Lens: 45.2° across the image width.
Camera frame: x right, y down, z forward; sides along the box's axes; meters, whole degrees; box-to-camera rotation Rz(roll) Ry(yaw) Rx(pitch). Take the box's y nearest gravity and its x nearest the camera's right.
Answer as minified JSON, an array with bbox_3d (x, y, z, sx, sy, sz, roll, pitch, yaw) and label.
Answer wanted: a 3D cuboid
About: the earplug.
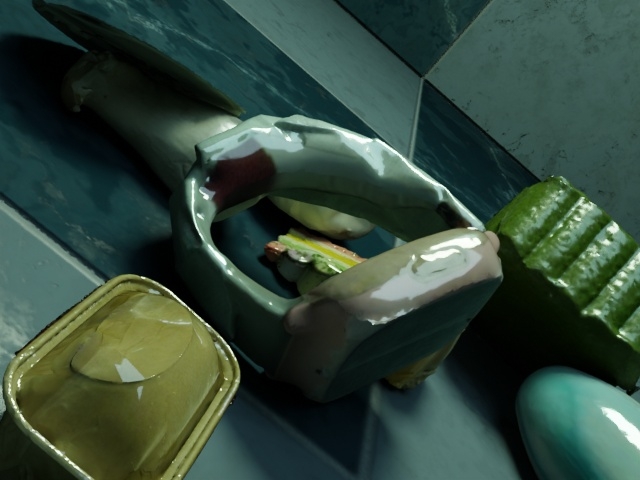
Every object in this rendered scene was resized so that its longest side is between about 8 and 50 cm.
[{"bbox_3d":[0.315,0.260,0.796,0.185,0.185,0.324,21,23,-43],"label":"earplug"}]

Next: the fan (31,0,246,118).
[{"bbox_3d":[-0.248,-0.213,0.746,0.414,0.012,0.233,28,-6,-38],"label":"fan"}]

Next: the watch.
[{"bbox_3d":[0.000,0.000,0.679,0.253,0.162,0.241,-18,62,-29],"label":"watch"}]

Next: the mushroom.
[{"bbox_3d":[-0.146,-0.114,0.773,0.225,0.093,0.116,44,42,-9],"label":"mushroom"}]

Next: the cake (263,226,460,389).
[{"bbox_3d":[0.039,0.069,0.822,0.225,0.090,0.109,28,19,14],"label":"cake"}]

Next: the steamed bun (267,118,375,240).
[{"bbox_3d":[0.002,-0.082,0.925,0.182,0.106,0.183,35,14,-10],"label":"steamed bun"}]

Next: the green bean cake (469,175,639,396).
[{"bbox_3d":[0.297,0.066,0.973,0.247,0.156,0.250,46,-21,7],"label":"green bean cake"}]

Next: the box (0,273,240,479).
[{"bbox_3d":[-0.111,0.087,0.442,0.111,0.111,0.177,41,22,-4],"label":"box"}]
